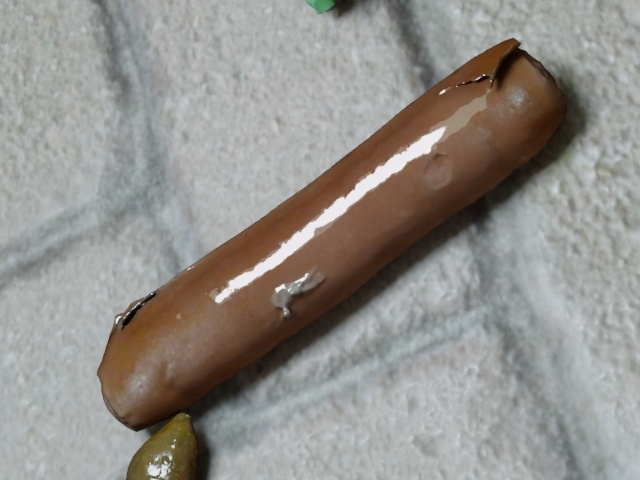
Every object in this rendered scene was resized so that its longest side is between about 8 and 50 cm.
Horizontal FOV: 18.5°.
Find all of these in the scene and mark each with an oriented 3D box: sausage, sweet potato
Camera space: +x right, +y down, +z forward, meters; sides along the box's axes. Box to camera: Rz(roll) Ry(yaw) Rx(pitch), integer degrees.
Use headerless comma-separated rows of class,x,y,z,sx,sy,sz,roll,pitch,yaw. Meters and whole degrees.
sausage,0.000,0.000,1.457,0.419,0.094,0.094,-36,87,11
sweet potato,-0.139,0.231,1.455,0.065,0.051,0.218,20,80,32

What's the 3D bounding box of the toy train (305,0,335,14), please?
toy train,0.010,-0.247,1.573,0.099,0.081,0.149,-30,56,16
